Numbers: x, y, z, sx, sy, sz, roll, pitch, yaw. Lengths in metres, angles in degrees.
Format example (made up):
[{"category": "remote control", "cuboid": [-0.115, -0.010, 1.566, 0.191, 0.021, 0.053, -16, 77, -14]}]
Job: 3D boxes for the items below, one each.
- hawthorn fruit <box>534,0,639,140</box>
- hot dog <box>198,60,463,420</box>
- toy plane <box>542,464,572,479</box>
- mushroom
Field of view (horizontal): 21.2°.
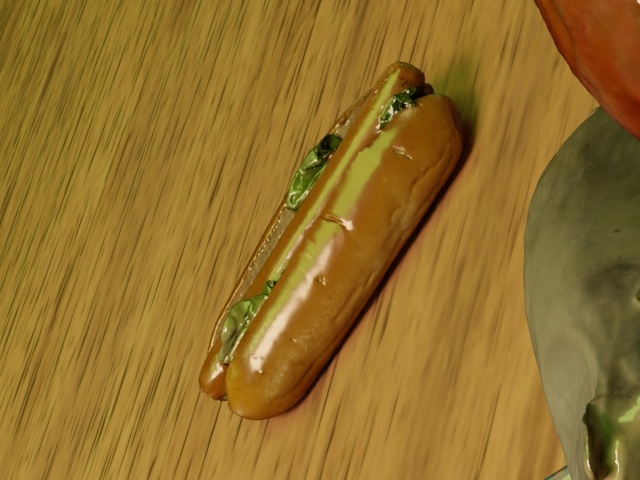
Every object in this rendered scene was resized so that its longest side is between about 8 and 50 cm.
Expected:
[{"category": "hawthorn fruit", "cuboid": [0.211, -0.125, 0.702, 0.277, 0.277, 0.298, -9, 76, 53]}, {"category": "hot dog", "cuboid": [0.000, 0.000, 1.088, 0.249, 0.068, 0.100, -57, 31, 6]}, {"category": "toy plane", "cuboid": [0.045, 0.211, 0.809, 0.326, 0.104, 0.223, -45, 34, 16]}, {"category": "mushroom", "cuboid": [0.143, 0.017, 0.763, 0.109, 0.097, 0.351, -27, 22, 17]}]
